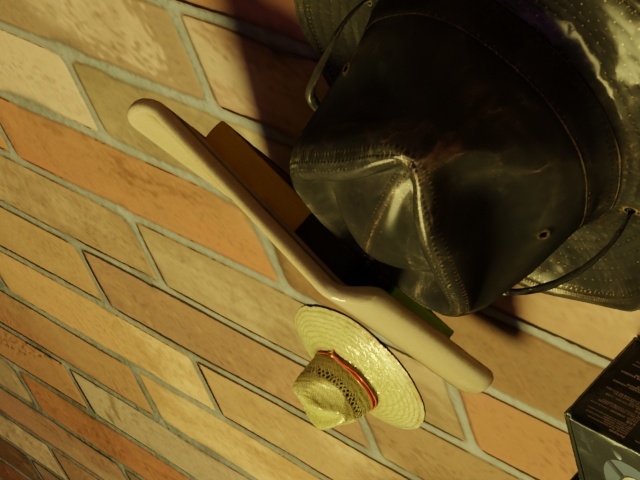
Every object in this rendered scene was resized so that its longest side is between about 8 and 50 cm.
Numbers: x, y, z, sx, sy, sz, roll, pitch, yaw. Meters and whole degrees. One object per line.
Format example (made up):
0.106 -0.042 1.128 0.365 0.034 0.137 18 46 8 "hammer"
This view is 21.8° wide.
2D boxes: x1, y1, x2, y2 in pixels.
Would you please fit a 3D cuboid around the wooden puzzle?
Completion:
0.000 0.000 1.118 0.239 0.044 0.221 40 -178 33 "wooden puzzle"

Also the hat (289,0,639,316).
0.065 -0.049 0.928 0.331 0.134 0.331 38 155 22 "hat"

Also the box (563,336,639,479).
0.251 0.163 1.012 0.180 0.077 0.147 26 148 39 "box"

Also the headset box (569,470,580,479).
0.257 0.328 1.218 0.218 0.110 0.293 31 152 33 "headset box"

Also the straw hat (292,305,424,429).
0.012 0.124 1.371 0.144 0.061 0.144 37 154 22 "straw hat"
